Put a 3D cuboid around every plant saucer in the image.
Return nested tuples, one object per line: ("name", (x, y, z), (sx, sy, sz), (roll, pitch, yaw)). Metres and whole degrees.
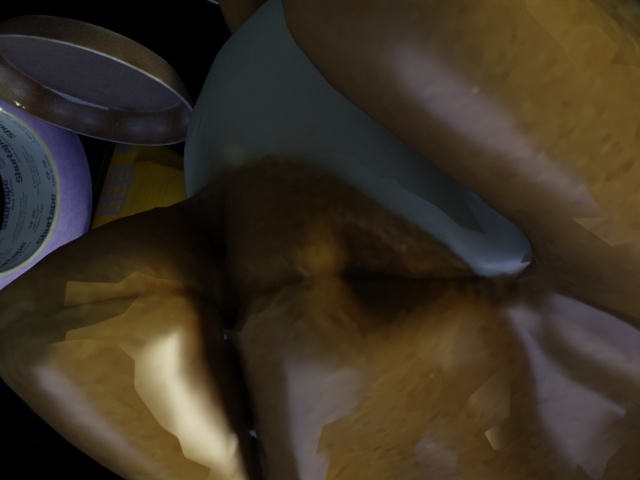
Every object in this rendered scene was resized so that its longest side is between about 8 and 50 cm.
("plant saucer", (-0.163, -0.113, 0.967), (0.168, 0.029, 0.168), (13, 162, 4))

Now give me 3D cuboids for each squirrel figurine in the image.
("squirrel figurine", (0.160, -0.017, 0.444), (0.370, 0.281, 0.397), (-22, 122, 34))

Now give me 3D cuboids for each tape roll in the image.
("tape roll", (-0.270, -0.034, 1.032), (0.189, 0.189, 0.080), (28, 159, -37))

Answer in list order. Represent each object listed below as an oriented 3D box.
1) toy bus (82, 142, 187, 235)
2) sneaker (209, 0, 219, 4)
("toy bus", (-0.035, 0.024, 1.159), (0.130, 0.108, 0.332), (-4, 155, 44))
("sneaker", (0.008, -0.129, 0.717), (0.170, 0.063, 0.075), (7, 156, 8))
